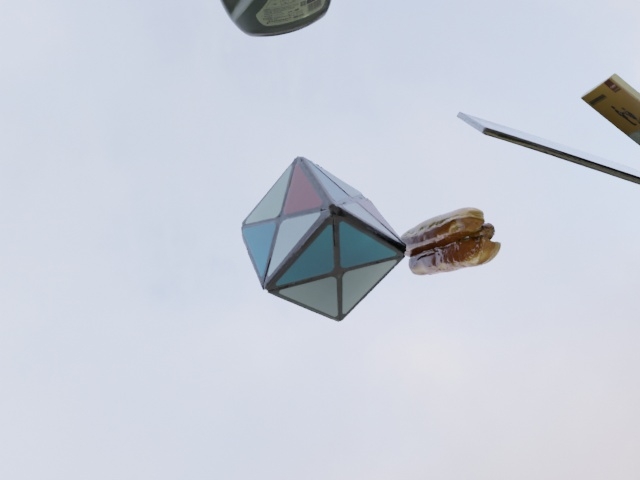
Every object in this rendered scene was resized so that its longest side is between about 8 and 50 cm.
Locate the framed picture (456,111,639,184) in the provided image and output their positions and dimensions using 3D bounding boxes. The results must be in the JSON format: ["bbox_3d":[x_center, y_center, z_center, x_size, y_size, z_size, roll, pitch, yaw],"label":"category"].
[{"bbox_3d":[0.410,-0.147,0.953,0.347,0.265,0.016,18,-71,0],"label":"framed picture"}]

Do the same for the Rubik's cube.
[{"bbox_3d":[0.000,0.000,1.289,0.246,0.250,0.248,27,-69,-36],"label":"Rubik's cube"}]

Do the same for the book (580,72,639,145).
[{"bbox_3d":[0.443,-0.157,0.774,0.172,0.118,0.012,40,-85,5],"label":"book"}]

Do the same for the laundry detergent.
[{"bbox_3d":[-0.056,-0.325,0.629,0.144,0.221,0.078,-16,-107,-1],"label":"laundry detergent"}]

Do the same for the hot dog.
[{"bbox_3d":[0.283,0.005,1.295,0.100,0.337,0.135,-36,-87,-22],"label":"hot dog"}]
